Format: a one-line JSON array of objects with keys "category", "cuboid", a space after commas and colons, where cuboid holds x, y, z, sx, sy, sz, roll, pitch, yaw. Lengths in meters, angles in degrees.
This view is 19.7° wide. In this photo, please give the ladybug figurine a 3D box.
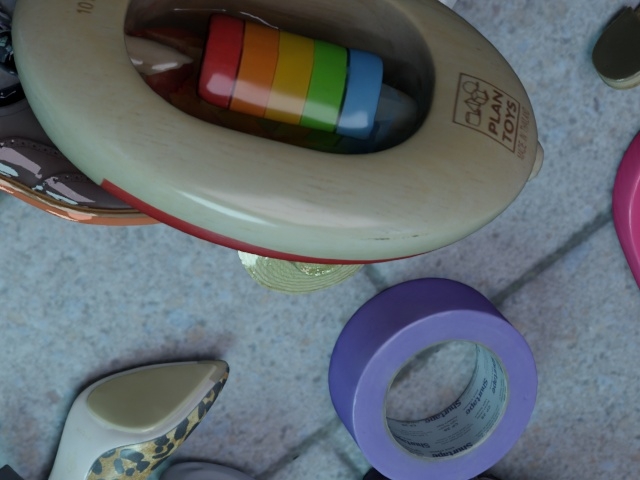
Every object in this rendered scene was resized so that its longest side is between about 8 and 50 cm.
[{"category": "ladybug figurine", "cuboid": [-0.037, -0.106, 1.516, 0.449, 0.305, 0.162, 17, 142, -7]}]

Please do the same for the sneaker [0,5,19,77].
[{"category": "sneaker", "cuboid": [-0.268, -0.171, 1.519, 0.038, 0.069, 0.098, -44, 118, 3]}]

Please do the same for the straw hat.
[{"category": "straw hat", "cuboid": [0.000, 0.000, 1.687, 0.144, 0.061, 0.144, -7, 113, -15]}]

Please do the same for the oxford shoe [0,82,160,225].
[{"category": "oxford shoe", "cuboid": [-0.228, -0.077, 1.561, 0.271, 0.097, 0.098, 12, 102, -23]}]

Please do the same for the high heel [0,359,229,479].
[{"category": "high heel", "cuboid": [-0.187, 0.222, 1.727, 0.261, 0.093, 0.186, -31, 142, -18]}]

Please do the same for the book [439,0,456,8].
[{"category": "book", "cuboid": [0.052, -0.192, 1.640, 0.096, 0.035, 0.144, 27, 101, -23]}]

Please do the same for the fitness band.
[{"category": "fitness band", "cuboid": [0.404, -0.012, 1.826, 0.209, 0.054, 0.291, -29, 117, -2]}]

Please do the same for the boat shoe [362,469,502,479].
[{"category": "boat shoe", "cuboid": [0.171, 0.281, 1.844, 0.285, 0.092, 0.103, 13, 115, -20]}]

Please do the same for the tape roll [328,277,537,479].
[{"category": "tape roll", "cuboid": [0.108, 0.137, 1.771, 0.189, 0.080, 0.189, -7, 115, -16]}]

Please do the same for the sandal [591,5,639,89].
[{"category": "sandal", "cuboid": [0.363, -0.219, 1.723, 0.240, 0.088, 0.079, -38, 150, 8]}]

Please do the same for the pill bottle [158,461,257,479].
[{"category": "pill bottle", "cuboid": [-0.125, 0.333, 1.749, 0.124, 0.124, 0.221, 12, 110, -23]}]
